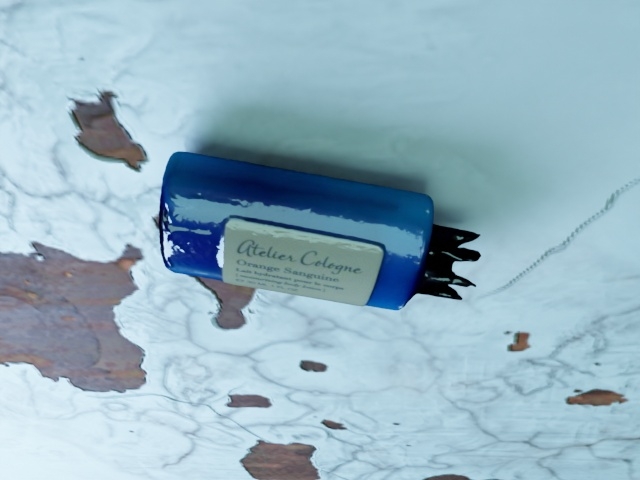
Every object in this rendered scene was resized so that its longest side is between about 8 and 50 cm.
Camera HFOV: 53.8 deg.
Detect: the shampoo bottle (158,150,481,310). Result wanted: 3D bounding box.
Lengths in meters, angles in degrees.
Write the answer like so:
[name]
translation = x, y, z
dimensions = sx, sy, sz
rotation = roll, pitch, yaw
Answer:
[shampoo bottle]
translation = 0.000, 0.000, 0.373
dimensions = 0.182, 0.050, 0.087
rotation = 10, 134, -2
